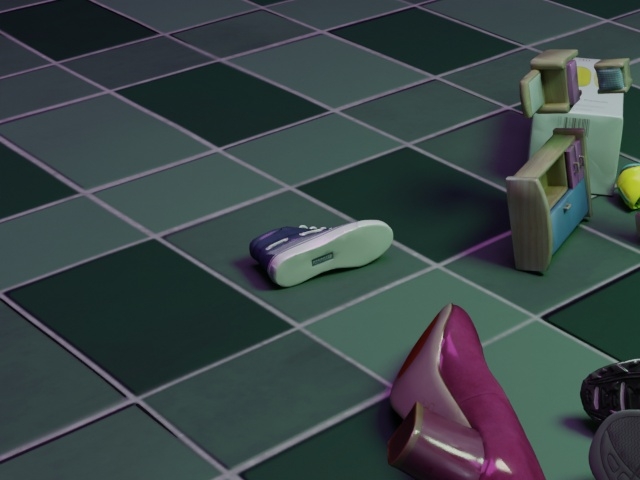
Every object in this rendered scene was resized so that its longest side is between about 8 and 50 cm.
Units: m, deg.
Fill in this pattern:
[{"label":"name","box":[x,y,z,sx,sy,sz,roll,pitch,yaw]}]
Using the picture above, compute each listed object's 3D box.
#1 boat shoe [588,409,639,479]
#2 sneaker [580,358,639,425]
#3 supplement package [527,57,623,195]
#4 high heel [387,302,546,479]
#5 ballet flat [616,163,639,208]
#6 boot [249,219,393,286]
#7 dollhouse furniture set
[{"label":"boat shoe","box":[0.415,0.270,1.370,0.320,0.103,0.118,21,79,38]},{"label":"sneaker","box":[0.431,0.176,1.560,0.272,0.100,0.108,-2,4,1]},{"label":"supplement package","box":[0.405,-0.188,2.170,0.139,0.133,0.244,6,29,9]},{"label":"high heel","box":[0.175,0.199,1.524,0.181,0.127,0.377,31,26,-4]},{"label":"ballet flat","box":[0.561,-0.078,2.052,0.231,0.077,0.077,-4,50,-3]},{"label":"boot","box":[0.000,0.000,1.878,0.190,0.069,0.086,-16,35,-25]},{"label":"dollhouse furniture set","box":[0.427,-0.097,1.843,0.303,0.286,0.198,3,26,29]}]
